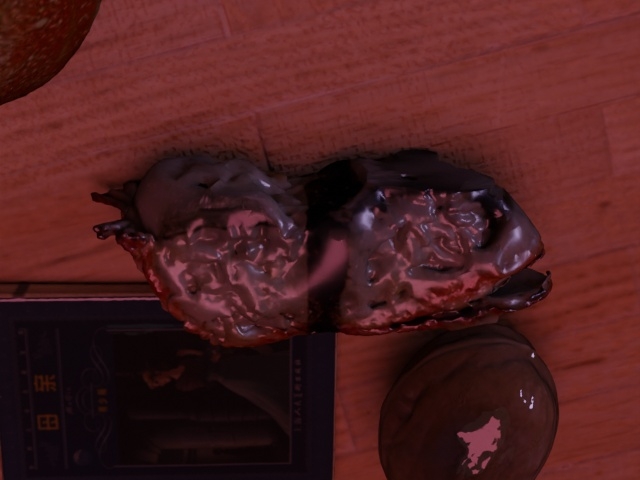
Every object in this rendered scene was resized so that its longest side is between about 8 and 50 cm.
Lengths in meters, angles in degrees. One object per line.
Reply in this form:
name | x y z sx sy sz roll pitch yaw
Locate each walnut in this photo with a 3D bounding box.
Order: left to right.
walnut | 0.112 0.142 1.354 0.140 0.140 0.162 38 106 -20

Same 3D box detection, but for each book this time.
book | -0.121 0.120 1.395 0.269 0.025 0.190 0 117 -3

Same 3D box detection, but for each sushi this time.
sushi | 0.000 0.000 1.286 0.332 0.124 0.130 -5 108 -2

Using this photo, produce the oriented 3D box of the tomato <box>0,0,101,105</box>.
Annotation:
tomato | -0.272 -0.196 1.104 0.304 0.303 0.239 4 133 -5
